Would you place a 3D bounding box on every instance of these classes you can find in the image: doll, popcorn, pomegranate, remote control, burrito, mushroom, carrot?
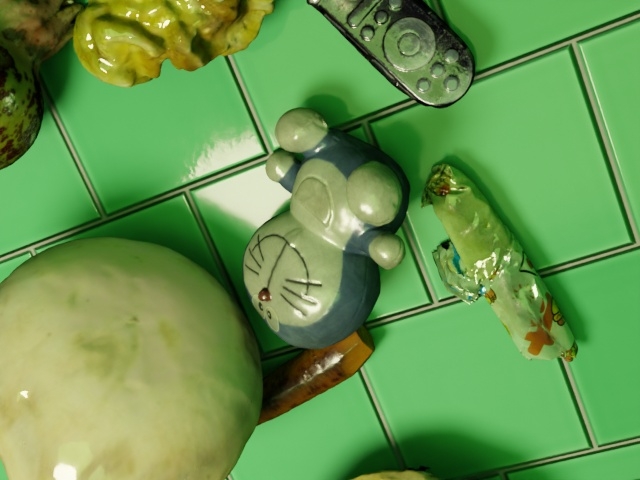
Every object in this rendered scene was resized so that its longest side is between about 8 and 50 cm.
[{"bbox_3d":[0.000,0.000,0.942,0.228,0.154,0.258,39,107,33],"label":"doll"},{"bbox_3d":[-0.148,-0.301,0.858,0.225,0.174,0.286,10,104,12],"label":"popcorn"},{"bbox_3d":[-0.410,-0.207,0.933,0.222,0.204,0.276,46,108,12],"label":"pomegranate"},{"bbox_3d":[0.063,-0.252,0.897,0.266,0.066,0.090,44,98,0],"label":"remote control"},{"bbox_3d":[0.199,0.040,0.963,0.104,0.054,0.288,-30,101,21],"label":"burrito"},{"bbox_3d":[-0.261,0.183,0.962,0.353,0.325,0.353,2,112,4],"label":"mushroom"},{"bbox_3d":[-0.063,0.204,1.066,0.314,0.066,0.066,-34,98,20],"label":"carrot"}]

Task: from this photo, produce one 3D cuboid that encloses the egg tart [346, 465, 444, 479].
[{"bbox_3d":[0.118,0.426,1.062,0.345,0.132,0.345,4,109,12],"label":"egg tart"}]
